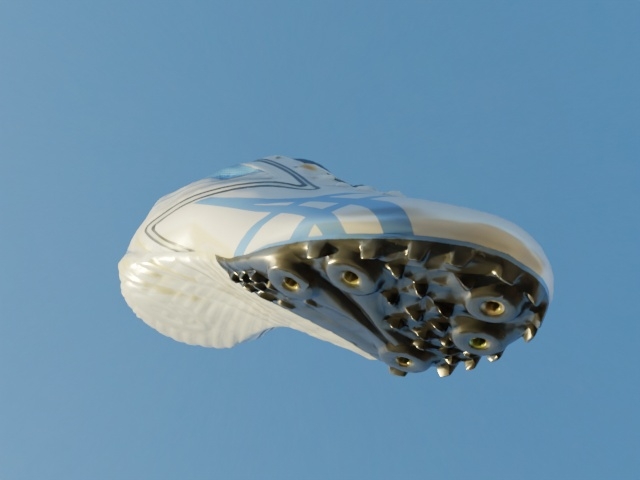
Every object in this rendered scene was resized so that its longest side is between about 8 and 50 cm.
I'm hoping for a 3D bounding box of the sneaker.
[{"bbox_3d":[0.000,0.000,0.536,0.085,0.237,0.086,42,-113,-29],"label":"sneaker"}]
